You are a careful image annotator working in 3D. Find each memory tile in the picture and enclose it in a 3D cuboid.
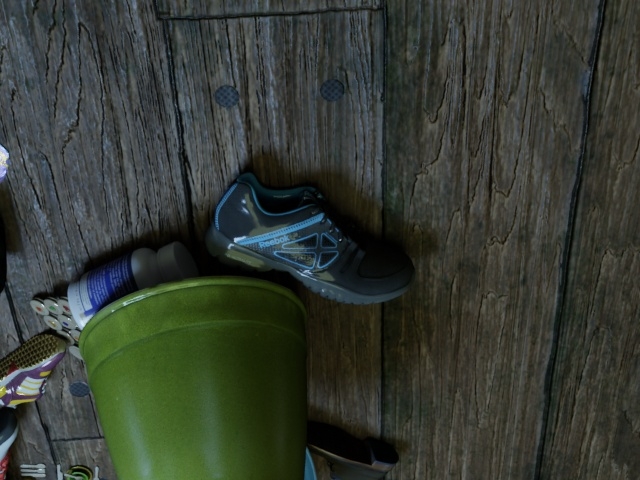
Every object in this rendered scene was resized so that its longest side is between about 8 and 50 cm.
[{"bbox_3d":[-0.405,0.146,1.659,0.113,0.012,0.148,-3,133,38],"label":"memory tile"}]

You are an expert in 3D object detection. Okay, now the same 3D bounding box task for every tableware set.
[{"bbox_3d":[-0.493,0.466,1.909,0.154,0.024,0.104,4,126,-8],"label":"tableware set"}]

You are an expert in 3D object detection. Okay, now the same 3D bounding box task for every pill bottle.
[{"bbox_3d":[-0.291,0.076,1.591,0.186,0.112,0.112,-24,124,13],"label":"pill bottle"}]

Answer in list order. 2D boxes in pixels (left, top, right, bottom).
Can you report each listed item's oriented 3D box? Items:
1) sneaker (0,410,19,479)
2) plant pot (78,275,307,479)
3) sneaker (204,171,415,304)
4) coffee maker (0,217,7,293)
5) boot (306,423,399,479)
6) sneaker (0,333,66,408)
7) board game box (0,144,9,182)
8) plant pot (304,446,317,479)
[{"bbox_3d":[-0.589,0.418,1.820,0.270,0.090,0.145,-39,116,22],"label":"sneaker"},{"bbox_3d":[-0.168,0.295,1.535,0.366,0.353,0.366,-9,150,-6],"label":"plant pot"},{"bbox_3d":[0.000,0.000,1.554,0.340,0.125,0.140,14,119,-17],"label":"sneaker"},{"bbox_3d":[-0.572,0.007,1.514,0.178,0.120,0.171,-3,125,-3],"label":"coffee maker"},{"bbox_3d":[0.029,0.413,1.878,0.219,0.082,0.106,20,119,-20],"label":"boot"},{"bbox_3d":[-0.485,0.224,1.716,0.185,0.070,0.084,-28,131,23],"label":"sneaker"},{"bbox_3d":[-0.543,-0.122,1.477,0.133,0.033,0.169,-31,123,17],"label":"board game box"},{"bbox_3d":[-0.176,0.453,1.793,0.293,0.293,0.196,17,149,-16],"label":"plant pot"}]
